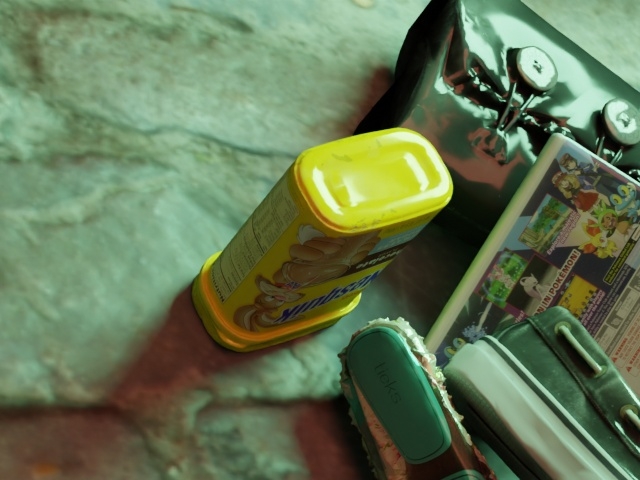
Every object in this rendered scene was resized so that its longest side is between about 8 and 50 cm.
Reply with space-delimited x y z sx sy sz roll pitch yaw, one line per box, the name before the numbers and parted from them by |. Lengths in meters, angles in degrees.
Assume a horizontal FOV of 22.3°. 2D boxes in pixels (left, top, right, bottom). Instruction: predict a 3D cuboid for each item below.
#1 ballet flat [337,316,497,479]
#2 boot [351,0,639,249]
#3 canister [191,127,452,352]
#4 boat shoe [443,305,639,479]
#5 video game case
ballet flat | 0.082 0.164 1.106 0.077 0.091 0.241 41 30 -65
boot | 0.275 -0.084 1.341 0.445 0.146 0.367 29 49 -5
canister | 0.000 0.000 1.101 0.126 0.170 0.073 -16 70 -35
boat shoe | 0.217 0.155 1.058 0.119 0.121 0.335 -36 54 -9
video game case | 0.195 0.053 1.196 0.183 0.023 0.201 32 91 -8
